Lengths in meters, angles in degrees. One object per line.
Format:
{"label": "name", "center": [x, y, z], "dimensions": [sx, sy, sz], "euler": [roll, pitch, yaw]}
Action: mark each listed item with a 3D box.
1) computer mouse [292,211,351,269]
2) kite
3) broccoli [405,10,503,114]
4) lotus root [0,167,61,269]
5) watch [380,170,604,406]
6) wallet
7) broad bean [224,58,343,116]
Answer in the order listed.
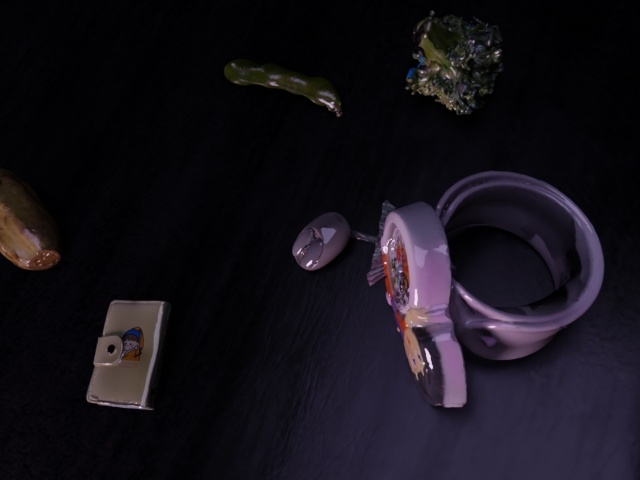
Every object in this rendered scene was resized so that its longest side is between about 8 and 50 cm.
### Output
{"label": "computer mouse", "center": [0.000, -0.001, 0.769], "dimensions": [0.096, 0.039, 0.066], "euler": [-39, 62, 4]}
{"label": "kite", "center": [0.080, 0.002, 0.765], "dimensions": [0.152, 0.005, 0.137], "euler": [4, 68, 21]}
{"label": "broccoli", "center": [0.183, -0.268, 0.767], "dimensions": [0.154, 0.160, 0.167], "euler": [2, 77, 48]}
{"label": "lotus root", "center": [-0.545, -0.038, 0.938], "dimensions": [0.110, 0.097, 0.258], "euler": [-47, 69, 2]}
{"label": "watch", "center": [0.199, 0.058, 0.630], "dimensions": [0.231, 0.196, 0.244], "euler": [-8, 63, -9]}
{"label": "wallet", "center": [-0.282, 0.169, 0.790], "dimensions": [0.110, 0.039, 0.155], "euler": [0, 68, 15]}
{"label": "broad bean", "center": [-0.066, -0.273, 0.911], "dimensions": [0.256, 0.052, 0.053], "euler": [24, 118, 23]}
